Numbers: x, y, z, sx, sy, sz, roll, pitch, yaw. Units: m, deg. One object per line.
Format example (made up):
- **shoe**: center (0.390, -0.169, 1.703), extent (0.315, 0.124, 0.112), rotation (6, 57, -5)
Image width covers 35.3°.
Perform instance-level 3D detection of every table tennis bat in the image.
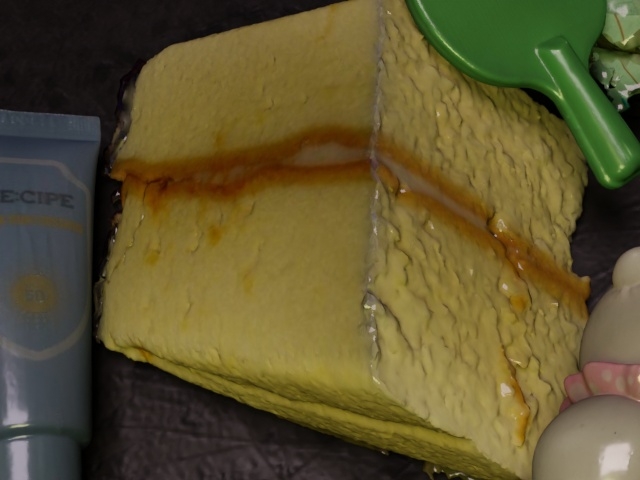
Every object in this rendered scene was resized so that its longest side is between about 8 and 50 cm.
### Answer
- **table tennis bat**: center (0.158, -0.152, 0.737), extent (0.160, 0.039, 0.257), rotation (-29, 83, -19)

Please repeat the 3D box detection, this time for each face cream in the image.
- **face cream**: center (-0.222, 0.058, 0.756), extent (0.135, 0.086, 0.385), rotation (2, 60, -23)

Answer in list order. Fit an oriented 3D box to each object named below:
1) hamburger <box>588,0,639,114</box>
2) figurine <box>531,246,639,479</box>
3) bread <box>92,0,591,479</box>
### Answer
- **hamburger**: center (0.277, -0.191, 0.806), extent (0.214, 0.125, 0.235), rotation (2, 68, 25)
- **figurine**: center (0.195, 0.135, 0.600), extent (0.127, 0.155, 0.235), rotation (-6, 41, 51)
- **bread**: center (0.000, 0.000, 0.797), extent (0.404, 0.242, 0.346), rotation (-11, 54, 45)
